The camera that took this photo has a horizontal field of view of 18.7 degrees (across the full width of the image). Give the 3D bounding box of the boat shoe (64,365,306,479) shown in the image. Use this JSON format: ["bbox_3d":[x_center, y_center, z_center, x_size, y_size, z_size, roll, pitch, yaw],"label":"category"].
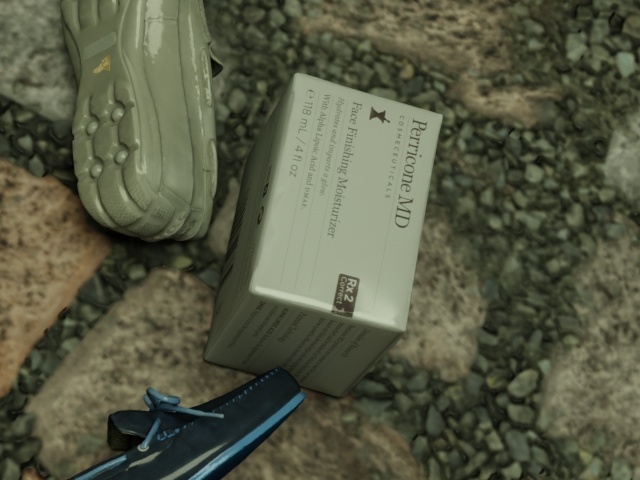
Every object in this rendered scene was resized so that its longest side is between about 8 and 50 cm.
[{"bbox_3d":[-0.128,0.157,1.413,0.258,0.109,0.089,-32,78,-26],"label":"boat shoe"}]

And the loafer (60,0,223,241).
[{"bbox_3d":[-0.136,-0.149,1.533,0.111,0.112,0.319,21,60,-47],"label":"loafer"}]

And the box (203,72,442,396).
[{"bbox_3d":[0.000,0.000,1.463,0.119,0.182,0.181,15,67,-10],"label":"box"}]
